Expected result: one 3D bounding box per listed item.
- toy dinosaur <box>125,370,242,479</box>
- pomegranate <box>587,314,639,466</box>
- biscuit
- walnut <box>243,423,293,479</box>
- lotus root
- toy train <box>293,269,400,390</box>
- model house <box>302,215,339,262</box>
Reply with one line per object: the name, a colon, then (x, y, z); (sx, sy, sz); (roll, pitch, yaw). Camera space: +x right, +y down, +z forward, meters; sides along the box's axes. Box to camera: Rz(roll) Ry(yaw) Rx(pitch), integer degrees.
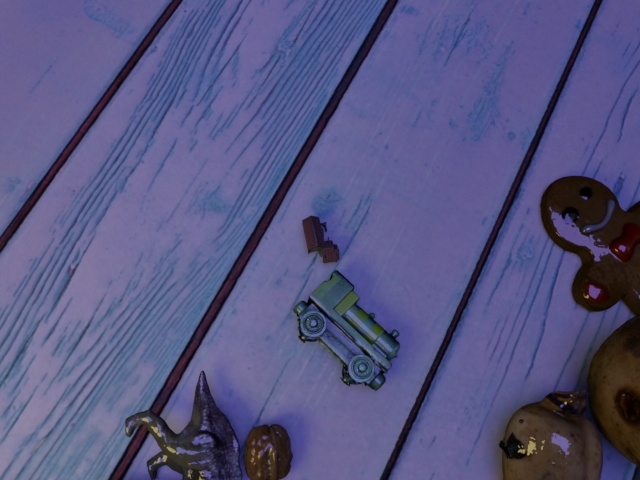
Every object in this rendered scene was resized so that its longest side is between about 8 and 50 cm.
toy dinosaur: (-0.200, 0.369, 0.915); (0.162, 0.077, 0.294); (-16, 90, -3)
pomegranate: (0.571, 0.242, 0.905); (0.281, 0.281, 0.281); (1, 74, -3)
biscuit: (0.600, 0.037, 1.073); (0.283, 0.064, 0.432); (-43, 81, -14)
walnut: (-0.085, 0.347, 0.932); (0.079, 0.082, 0.096); (0, 87, -25)
lotus root: (0.367, 0.358, 0.929); (0.154, 0.140, 0.256); (15, 83, -13)
toy train: (0.050, 0.159, 0.994); (0.200, 0.083, 0.132); (43, 73, 8)
model house: (0.000, 0.000, 1.047); (0.057, 0.058, 0.083); (-9, 75, -6)
